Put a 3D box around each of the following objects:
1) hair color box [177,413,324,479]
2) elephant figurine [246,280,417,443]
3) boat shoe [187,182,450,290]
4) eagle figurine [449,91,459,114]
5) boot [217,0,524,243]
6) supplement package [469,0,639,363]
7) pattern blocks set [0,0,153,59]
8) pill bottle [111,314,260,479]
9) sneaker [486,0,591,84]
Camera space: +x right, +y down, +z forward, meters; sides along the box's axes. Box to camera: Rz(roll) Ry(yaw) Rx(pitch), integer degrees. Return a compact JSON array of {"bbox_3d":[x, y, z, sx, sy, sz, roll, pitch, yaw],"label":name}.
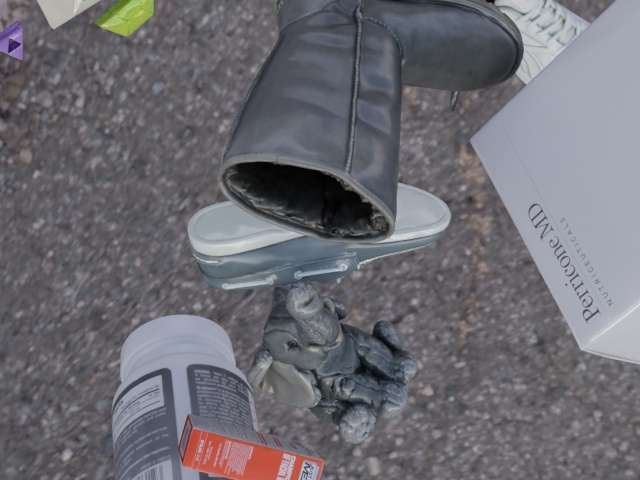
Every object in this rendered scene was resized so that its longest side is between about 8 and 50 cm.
[{"bbox_3d":[-0.088,0.266,1.346,0.167,0.093,0.053,15,89,-10],"label":"hair color box"},{"bbox_3d":[-0.012,0.123,1.311,0.239,0.186,0.169,36,21,-29],"label":"elephant figurine"},{"bbox_3d":[0.000,0.000,1.342,0.319,0.099,0.116,-6,40,-5],"label":"boat shoe"},{"bbox_3d":[0.132,-0.304,1.061,0.225,0.226,0.298,39,96,-7],"label":"eagle figurine"},{"bbox_3d":[0.041,-0.083,0.665,0.189,0.076,0.208,9,38,-5],"label":"boot"},{"bbox_3d":[0.271,-0.072,0.649,0.175,0.293,0.177,15,41,-41],"label":"supplement package"},{"bbox_3d":[-0.277,-0.349,1.274,0.325,0.285,0.026,-47,53,-4],"label":"pattern blocks set"},{"bbox_3d":[-0.187,0.291,1.541,0.210,0.210,0.363,10,39,-21],"label":"pill bottle"},{"bbox_3d":[0.228,-0.236,1.185,0.232,0.115,0.090,27,77,13],"label":"sneaker"}]
